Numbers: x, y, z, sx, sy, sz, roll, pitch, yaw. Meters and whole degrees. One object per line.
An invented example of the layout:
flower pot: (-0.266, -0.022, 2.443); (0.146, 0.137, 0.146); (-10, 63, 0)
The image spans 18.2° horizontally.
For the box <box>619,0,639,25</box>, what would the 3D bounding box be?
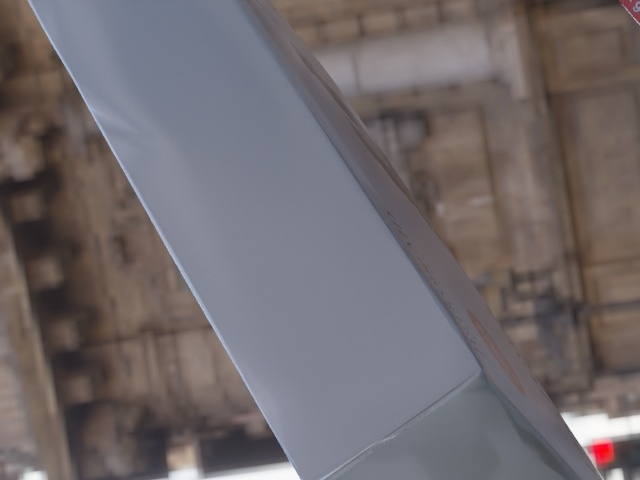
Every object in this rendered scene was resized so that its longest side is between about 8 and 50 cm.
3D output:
box: (0.201, -0.151, 0.914); (0.128, 0.122, 0.257); (-6, -125, -54)

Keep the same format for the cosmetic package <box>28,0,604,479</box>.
cosmetic package: (0.000, 0.000, 0.993); (0.377, 0.097, 0.284); (58, -172, 33)
